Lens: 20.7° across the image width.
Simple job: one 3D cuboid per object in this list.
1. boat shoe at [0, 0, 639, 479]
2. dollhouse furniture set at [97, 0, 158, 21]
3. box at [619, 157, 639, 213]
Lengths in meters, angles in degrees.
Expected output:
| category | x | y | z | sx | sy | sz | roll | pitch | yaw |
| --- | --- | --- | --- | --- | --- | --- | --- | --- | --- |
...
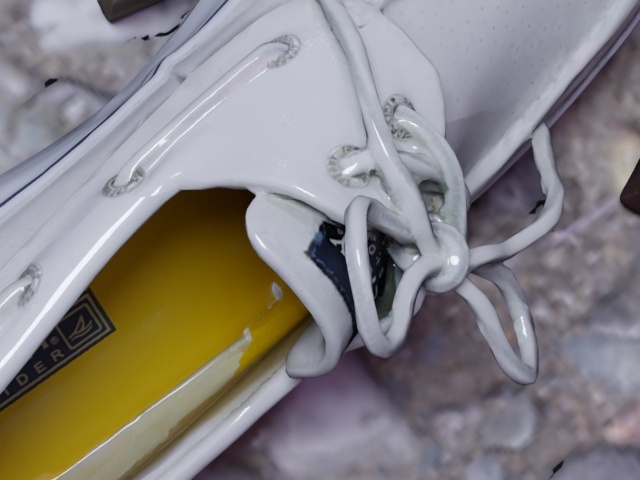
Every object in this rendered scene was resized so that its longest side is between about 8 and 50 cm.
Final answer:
| category | x | y | z | sx | sy | sz | roll | pitch | yaw |
| --- | --- | --- | --- | --- | --- | --- | --- | --- | --- |
| boat shoe | -0.005 | -0.005 | 0.521 | 0.367 | 0.156 | 0.136 | -36 | 126 | -10 |
| dollhouse furniture set | -0.042 | -0.183 | 0.511 | 0.212 | 0.242 | 0.161 | -25 | 89 | -11 |
| box | 0.236 | -0.073 | 0.583 | 0.167 | 0.168 | 0.203 | 28 | 80 | -6 |
